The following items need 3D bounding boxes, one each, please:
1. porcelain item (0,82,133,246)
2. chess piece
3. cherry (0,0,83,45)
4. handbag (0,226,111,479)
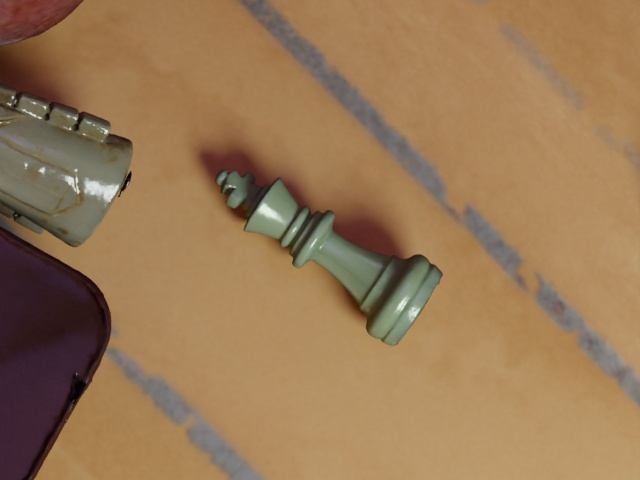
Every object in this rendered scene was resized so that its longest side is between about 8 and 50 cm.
[{"bbox_3d":[-0.212,-0.069,0.882,0.213,0.054,0.084,27,109,-26],"label":"porcelain item"},{"bbox_3d":[0.000,0.000,0.967,0.149,0.059,0.059,36,67,1],"label":"chess piece"},{"bbox_3d":[-0.222,-0.245,0.880,0.236,0.213,0.285,-16,99,17],"label":"cherry"},{"bbox_3d":[-0.273,0.091,0.844,0.260,0.084,0.276,32,69,-9],"label":"handbag"}]
